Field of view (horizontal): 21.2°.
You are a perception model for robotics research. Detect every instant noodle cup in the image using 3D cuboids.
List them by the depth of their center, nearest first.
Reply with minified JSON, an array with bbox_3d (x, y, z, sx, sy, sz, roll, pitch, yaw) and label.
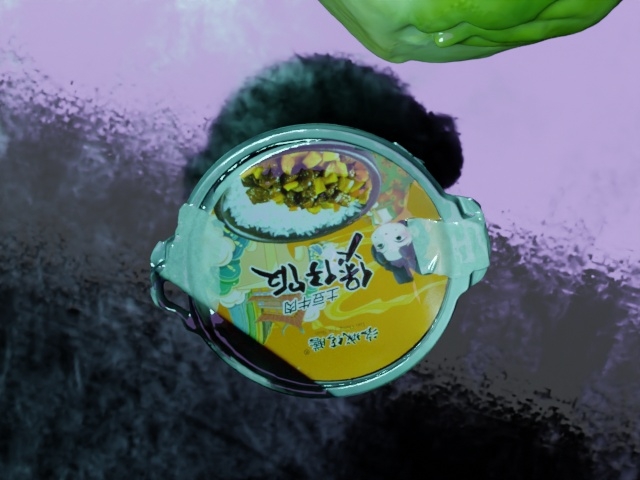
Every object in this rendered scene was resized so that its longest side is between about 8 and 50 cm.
[{"bbox_3d":[0.000,0.000,1.109,0.208,0.125,0.178,7,105,-1],"label":"instant noodle cup"}]

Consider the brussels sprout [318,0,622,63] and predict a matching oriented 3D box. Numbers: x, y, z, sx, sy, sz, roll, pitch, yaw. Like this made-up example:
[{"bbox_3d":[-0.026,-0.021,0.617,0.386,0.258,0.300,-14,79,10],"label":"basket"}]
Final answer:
[{"bbox_3d":[0.093,-0.236,0.996,0.294,0.227,0.259,-43,95,-13],"label":"brussels sprout"}]
